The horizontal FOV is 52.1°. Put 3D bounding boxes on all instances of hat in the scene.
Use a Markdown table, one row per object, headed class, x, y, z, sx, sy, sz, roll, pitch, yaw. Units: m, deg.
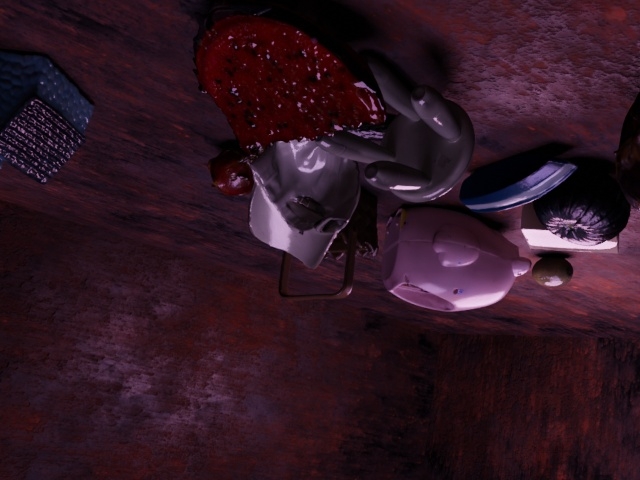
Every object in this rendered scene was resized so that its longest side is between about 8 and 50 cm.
| class | x | y | z | sx | sy | sz | roll | pitch | yaw |
| --- | --- | --- | --- | --- | --- | --- | --- | --- | --- |
| hat | -0.028 | -0.078 | 1.527 | 0.258 | 0.168 | 0.301 | 32 | 135 | 15 |

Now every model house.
| class | x | y | z | sx | sy | sz | roll | pitch | yaw |
| --- | --- | --- | --- | --- | --- | --- | --- | --- | --- |
| model house | -0.657 | -0.246 | 1.427 | 0.226 | 0.240 | 0.261 | 6 | 166 | 9 |

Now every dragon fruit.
| class | x | y | z | sx | sy | sz | roll | pitch | yaw |
| --- | --- | --- | --- | --- | --- | --- | --- | --- | --- |
| dragon fruit | -0.189 | -0.188 | 1.597 | 0.125 | 0.125 | 0.246 | 33 | 141 | -24 |
| dragon fruit | -0.063 | -0.285 | 1.059 | 0.344 | 0.100 | 0.282 | -1 | 139 | 39 |

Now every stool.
| class | x | y | z | sx | sy | sz | roll | pitch | yaw |
| --- | --- | --- | --- | --- | --- | --- | --- | --- | --- |
| stool | 0.134 | -0.178 | 1.122 | 0.199 | 0.195 | 0.195 | 14 | -159 | -48 |

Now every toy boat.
| class | x | y | z | sx | sy | sz | roll | pitch | yaw |
| --- | --- | --- | --- | --- | --- | --- | --- | --- | --- |
| toy boat | 0.409 | -0.128 | 1.385 | 0.062 | 0.096 | 0.299 | 27 | 159 | -22 |

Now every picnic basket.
| class | x | y | z | sx | sy | sz | roll | pitch | yaw |
| --- | --- | --- | --- | --- | --- | --- | --- | --- | --- |
| picnic basket | 0.000 | 0.000 | 1.750 | 0.254 | 0.320 | 0.291 | -7 | 159 | 43 |

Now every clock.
| class | x | y | z | sx | sy | sz | roll | pitch | yaw |
| --- | --- | --- | --- | --- | --- | --- | --- | --- | --- |
| clock | 0.370 | 0.073 | 1.873 | 0.377 | 0.250 | 0.368 | 13 | 166 | -6 |

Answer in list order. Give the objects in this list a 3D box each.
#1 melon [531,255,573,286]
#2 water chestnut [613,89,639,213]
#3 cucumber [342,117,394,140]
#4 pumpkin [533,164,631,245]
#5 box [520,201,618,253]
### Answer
| class | x | y | z | sx | sy | sz | roll | pitch | yaw |
| --- | --- | --- | --- | --- | --- | --- | --- | --- | --- |
| melon | 0.715 | 0.097 | 2.025 | 0.098 | 0.097 | 0.131 | 21 | 160 | -35 |
| water chestnut | 0.574 | -0.115 | 0.937 | 0.300 | 0.299 | 0.300 | 10 | 166 | 3 |
| cucumber | 0.091 | -0.226 | 1.316 | 0.215 | 0.052 | 0.058 | 9 | -174 | 7 |
| pumpkin | 0.548 | -0.077 | 1.379 | 0.202 | 0.140 | 0.202 | 30 | 162 | 11 |
| box | 0.603 | -0.039 | 1.577 | 0.212 | 0.095 | 0.168 | 3 | 166 | 26 |
